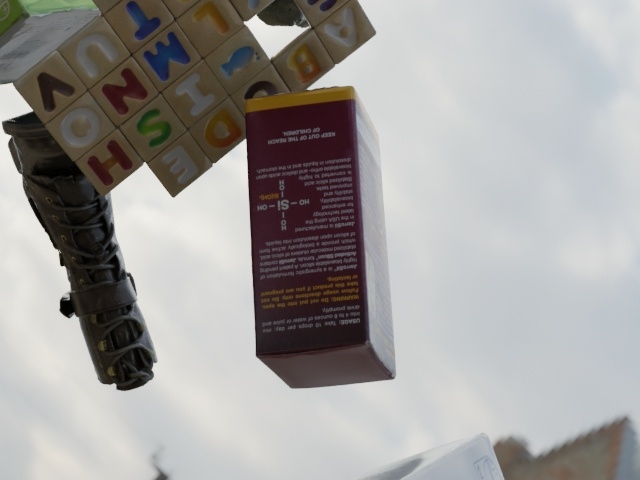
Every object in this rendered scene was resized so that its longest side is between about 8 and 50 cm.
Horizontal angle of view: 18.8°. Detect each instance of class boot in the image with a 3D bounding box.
[{"bbox_3d":[-0.176,0.007,1.539,0.263,0.091,0.229,150,-78,-80],"label":"boot"}]

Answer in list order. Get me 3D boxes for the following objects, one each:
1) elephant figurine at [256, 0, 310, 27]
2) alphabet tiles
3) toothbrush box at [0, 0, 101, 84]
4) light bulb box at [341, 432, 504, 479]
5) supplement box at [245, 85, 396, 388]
[{"bbox_3d":[-0.103,-0.314,1.980,0.239,0.169,0.186,20,-70,12],"label":"elephant figurine"},{"bbox_3d":[-0.093,-0.143,1.370,0.009,0.237,0.198,44,-8,50],"label":"alphabet tiles"},{"bbox_3d":[-0.297,-0.273,1.587,0.122,0.206,0.283,-34,-95,25],"label":"toothbrush box"},{"bbox_3d":[-0.091,0.261,0.830,0.225,0.358,0.361,69,19,4],"label":"light bulb box"},{"bbox_3d":[0.000,0.000,1.354,0.081,0.188,0.104,-7,-19,11],"label":"supplement box"}]
